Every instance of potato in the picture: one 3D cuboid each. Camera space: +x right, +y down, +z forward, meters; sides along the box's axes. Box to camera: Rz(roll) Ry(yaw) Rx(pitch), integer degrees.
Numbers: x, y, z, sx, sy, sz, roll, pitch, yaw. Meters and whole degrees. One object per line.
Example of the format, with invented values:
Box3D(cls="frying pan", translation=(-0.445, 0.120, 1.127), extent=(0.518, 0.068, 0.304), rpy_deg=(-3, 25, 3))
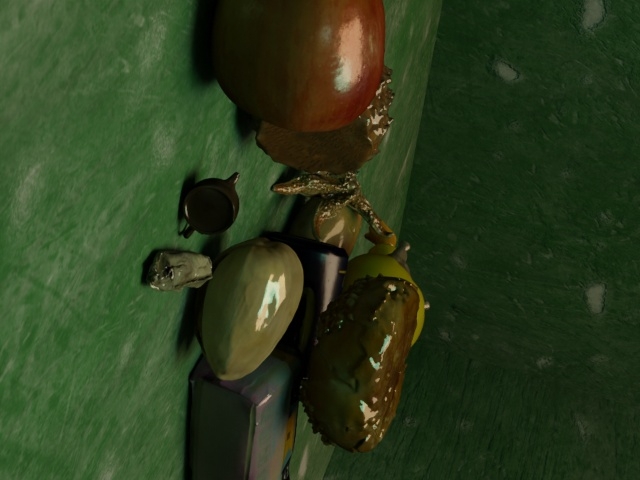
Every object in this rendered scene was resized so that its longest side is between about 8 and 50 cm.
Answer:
Box3D(cls="potato", translation=(0.000, 0.000, 2.103), extent=(0.146, 0.150, 0.233), rpy_deg=(-9, -133, 60))

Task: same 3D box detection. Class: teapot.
Box3D(cls="teapot", translation=(-0.154, -0.047, 1.421), extent=(0.121, 0.076, 0.068), rpy_deg=(-49, -172, 20))

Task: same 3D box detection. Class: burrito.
Box3D(cls="burrito", translation=(-0.196, 0.043, 1.404), extent=(0.188, 0.045, 0.058), rpy_deg=(6, 75, -77))

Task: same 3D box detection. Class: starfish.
Box3D(cls="starfish", translation=(0.011, -0.129, 1.963), extent=(0.294, 0.084, 0.301), rpy_deg=(-11, 79, -58))

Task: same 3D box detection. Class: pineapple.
Box3D(cls="pineapple", translation=(0.015, -0.291, 1.617), extent=(0.223, 0.223, 0.357), rpy_deg=(89, 8, -58))

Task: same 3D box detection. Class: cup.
Box3D(cls="cup", translation=(-0.028, 0.129, 1.886), extent=(0.178, 0.255, 0.256), rpy_deg=(12, 93, -39))

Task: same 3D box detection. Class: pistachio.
Box3D(cls="pistachio", translation=(-0.118, 0.103, 1.586), extent=(0.157, 0.157, 0.229), rpy_deg=(16, 97, -80))

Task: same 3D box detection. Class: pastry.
Box3D(cls="pastry", translation=(0.062, 0.203, 1.743), extent=(0.255, 0.162, 0.310), rpy_deg=(-23, 125, -72))

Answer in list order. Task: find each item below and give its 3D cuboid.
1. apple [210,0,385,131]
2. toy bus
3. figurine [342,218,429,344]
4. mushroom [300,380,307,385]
Box3D(cls="apple", translation=(-0.022, -0.274, 1.322), extent=(0.242, 0.242, 0.241), rpy_deg=(-52, 154, -64))
Box3D(cls="toy bus", translation=(-0.147, 0.342, 1.813), extent=(0.162, 0.171, 0.386), rpy_deg=(-42, 148, -44))
Box3D(cls="figurine", translation=(0.122, 0.095, 2.074), extent=(0.215, 0.187, 0.343), rpy_deg=(60, 18, -20))
Box3D(cls="mushroom", translation=(0.012, 0.216, 2.232), extent=(0.239, 0.345, 0.345), rpy_deg=(-9, 124, -33))
